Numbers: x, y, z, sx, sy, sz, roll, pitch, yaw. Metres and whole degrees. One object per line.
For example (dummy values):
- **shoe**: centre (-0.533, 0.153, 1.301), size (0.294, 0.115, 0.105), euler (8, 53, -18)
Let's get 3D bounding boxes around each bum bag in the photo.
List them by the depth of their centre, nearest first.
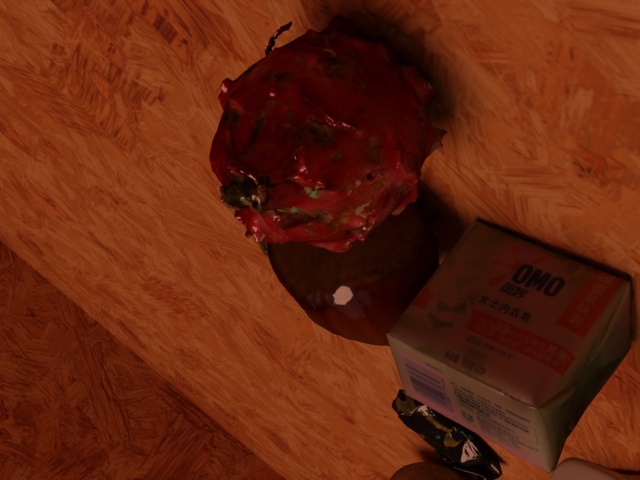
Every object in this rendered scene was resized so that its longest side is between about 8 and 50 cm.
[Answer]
- **bum bag**: centre (0.200, 0.317, 1.587), size (0.232, 0.060, 0.106), euler (46, 149, -20)

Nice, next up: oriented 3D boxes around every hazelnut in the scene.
- **hazelnut**: centre (0.050, 0.018, 1.119), size (0.210, 0.210, 0.186), euler (27, 113, 31)

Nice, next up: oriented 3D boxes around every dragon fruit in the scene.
- **dragon fruit**: centre (-0.006, -0.085, 0.902), size (0.205, 0.268, 0.210), euler (42, 128, 4)

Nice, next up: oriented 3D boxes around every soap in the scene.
- **soap**: centre (0.201, 0.106, 1.018), size (0.199, 0.182, 0.138), euler (24, 151, 36)

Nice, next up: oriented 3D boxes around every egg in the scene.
- **egg**: centre (0.207, 0.490, 1.781), size (0.201, 0.164, 0.164), euler (21, 151, 50)

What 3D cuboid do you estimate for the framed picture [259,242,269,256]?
- **framed picture**: centre (0.000, 0.000, 1.361), size (0.315, 0.024, 0.232), euler (26, 154, 34)

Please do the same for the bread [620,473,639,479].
- **bread**: centre (0.459, 0.377, 1.312), size (0.167, 0.163, 0.264), euler (46, 123, -11)

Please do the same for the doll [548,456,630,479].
- **doll**: centre (0.358, 0.368, 1.044), size (0.423, 0.348, 0.161), euler (56, 177, -41)
